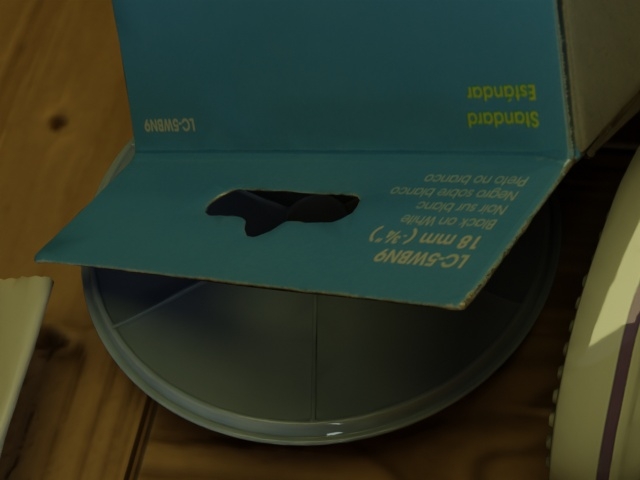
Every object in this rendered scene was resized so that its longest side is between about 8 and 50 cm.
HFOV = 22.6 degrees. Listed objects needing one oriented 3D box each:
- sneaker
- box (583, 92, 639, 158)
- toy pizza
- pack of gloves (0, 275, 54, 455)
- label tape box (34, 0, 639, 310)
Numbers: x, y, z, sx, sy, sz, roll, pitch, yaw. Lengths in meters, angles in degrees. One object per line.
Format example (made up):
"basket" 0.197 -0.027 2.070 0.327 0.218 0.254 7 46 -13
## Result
"sneaker" 0.200 -0.003 0.595 0.161 0.102 0.282 24 65 21
"box" 0.086 -0.078 0.638 0.094 0.027 0.137 -43 29 -20
"toy pizza" 0.000 0.000 0.673 0.201 0.032 0.201 -4 55 5
"pack of gloves" -0.209 0.129 0.641 0.195 0.046 0.232 -6 53 22
"label tape box" 0.042 -0.128 0.617 0.240 0.106 0.334 4 41 47
